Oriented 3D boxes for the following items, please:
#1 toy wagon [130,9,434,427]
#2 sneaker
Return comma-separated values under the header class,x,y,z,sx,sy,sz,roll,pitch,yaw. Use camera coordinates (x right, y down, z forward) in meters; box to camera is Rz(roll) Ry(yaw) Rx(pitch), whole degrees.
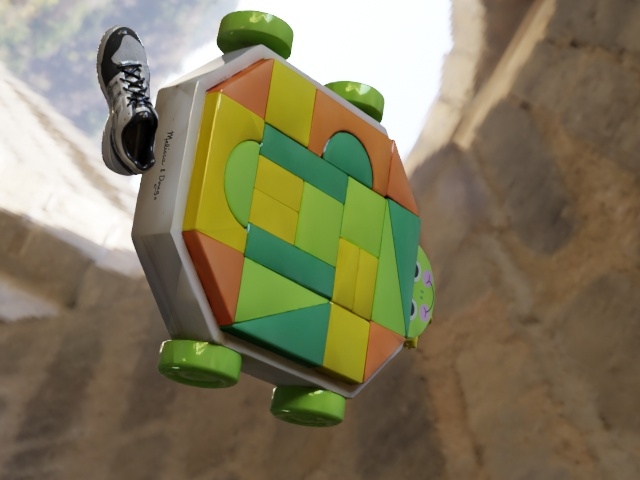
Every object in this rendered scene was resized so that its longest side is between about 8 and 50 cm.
class,x,y,z,sx,sy,sz,roll,pitch,yaw
toy wagon,0.000,0.000,1.008,0.068,0.344,0.267,-7,-114,38
sneaker,-0.101,-0.076,0.740,0.037,0.032,0.083,14,-70,55
